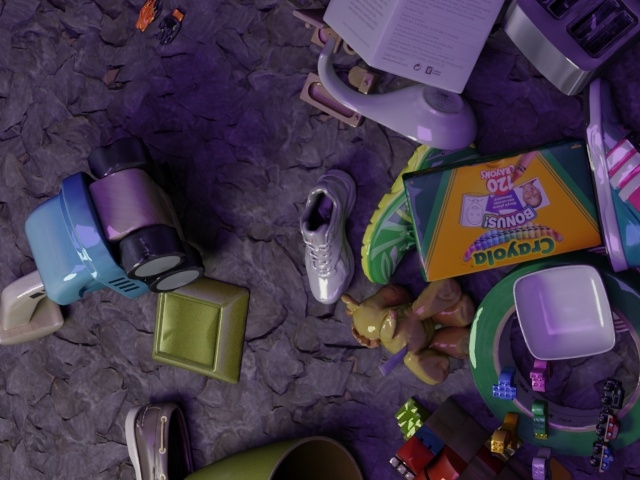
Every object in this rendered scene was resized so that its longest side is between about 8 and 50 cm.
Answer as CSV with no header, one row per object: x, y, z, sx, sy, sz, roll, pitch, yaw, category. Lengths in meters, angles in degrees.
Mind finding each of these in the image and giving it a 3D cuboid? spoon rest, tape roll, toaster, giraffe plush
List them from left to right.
0.120,-0.222,1.821,0.276,0.137,0.084,26,135,-1,spoon rest
0.131,0.138,1.914,0.170,0.210,0.181,23,128,53,giraffe plush
0.397,0.178,1.825,0.321,0.077,0.321,7,108,23,tape roll
0.368,-0.321,1.689,0.185,0.110,0.168,-40,81,-9,toaster

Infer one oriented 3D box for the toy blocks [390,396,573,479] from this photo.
0.246,0.419,1.851,0.381,0.261,0.191,43,114,11,toy blocks

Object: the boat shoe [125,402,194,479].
-0.278,0.464,2.174,0.096,0.116,0.325,-12,90,28,boat shoe

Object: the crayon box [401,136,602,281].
0.277,-0.049,1.782,0.278,0.081,0.165,-13,100,2,crayon box

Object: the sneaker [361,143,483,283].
0.163,-0.041,1.876,0.123,0.109,0.296,37,112,17,sneaker

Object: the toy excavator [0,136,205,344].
-0.442,0.038,2.063,0.445,0.433,0.222,-21,75,2,toy excavator

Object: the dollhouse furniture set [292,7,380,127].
0.014,-0.278,1.884,0.144,0.123,0.151,30,111,16,dollhouse furniture set

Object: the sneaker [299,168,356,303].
0.000,0.000,1.952,0.090,0.115,0.232,5,103,23,sneaker

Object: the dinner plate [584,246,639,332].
0.455,0.076,1.820,0.141,0.017,0.141,7,106,24,dinner plate

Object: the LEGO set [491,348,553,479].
0.309,0.284,1.800,0.087,0.093,0.227,3,106,25,LEGO set

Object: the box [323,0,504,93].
0.170,-0.428,1.709,0.345,0.168,0.215,-66,29,21,box

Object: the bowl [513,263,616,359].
0.371,0.102,1.741,0.142,0.053,0.142,-11,100,27,bowl

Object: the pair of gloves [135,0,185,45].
-0.286,-0.393,2.056,0.083,0.010,0.074,36,111,10,pair of gloves

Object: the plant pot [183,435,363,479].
-0.114,0.481,2.046,0.293,0.274,0.275,-6,98,41,plant pot

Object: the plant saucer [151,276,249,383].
-0.233,0.161,2.127,0.188,0.045,0.189,14,105,21,plant saucer

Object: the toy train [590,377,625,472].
0.443,0.287,1.777,0.036,0.027,0.158,9,108,11,toy train

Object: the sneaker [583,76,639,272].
0.492,-0.112,1.713,0.178,0.124,0.296,-10,86,15,sneaker
